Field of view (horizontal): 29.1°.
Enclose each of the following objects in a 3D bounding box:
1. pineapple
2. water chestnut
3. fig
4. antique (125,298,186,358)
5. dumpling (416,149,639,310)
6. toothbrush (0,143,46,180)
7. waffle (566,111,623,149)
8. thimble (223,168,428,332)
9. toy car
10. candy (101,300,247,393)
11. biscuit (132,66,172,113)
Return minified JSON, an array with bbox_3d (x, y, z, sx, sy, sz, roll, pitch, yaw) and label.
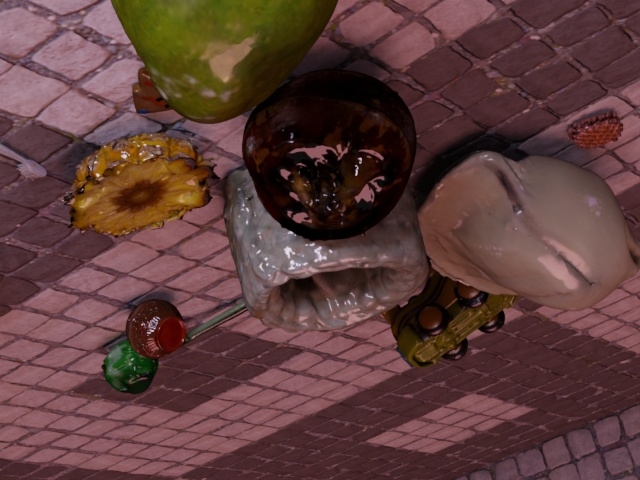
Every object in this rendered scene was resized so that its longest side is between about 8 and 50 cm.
[{"bbox_3d":[-0.238,-0.078,1.610,0.224,0.076,0.225,-14,157,-6],"label":"pineapple"},{"bbox_3d":[0.007,-0.099,1.532,0.223,0.238,0.224,2,135,2],"label":"water chestnut"},{"bbox_3d":[-0.067,-0.268,1.182,0.314,0.233,0.233,-47,165,-23],"label":"fig"},{"bbox_3d":[-0.274,0.145,2.032,0.104,0.104,0.104,-12,155,-6],"label":"antique"},{"bbox_3d":[0.306,0.003,1.917,0.395,0.233,0.315,28,136,-36],"label":"dumpling"},{"bbox_3d":[-0.410,-0.125,1.489,0.024,0.018,0.257,-15,156,16],"label":"toothbrush"},{"bbox_3d":[0.410,-0.163,1.845,0.083,0.029,0.075,-22,151,22],"label":"waffle"},{"bbox_3d":[0.000,0.000,1.767,0.291,0.195,0.291,-13,156,-6],"label":"thimble"},{"bbox_3d":[0.224,0.108,2.173,0.248,0.142,0.200,-36,155,-1],"label":"toy car"},{"bbox_3d":[-0.233,0.165,2.139,0.323,0.097,0.097,-28,153,9],"label":"candy"},{"bbox_3d":[-0.177,-0.187,1.486,0.130,0.019,0.119,-32,150,34],"label":"biscuit"}]
